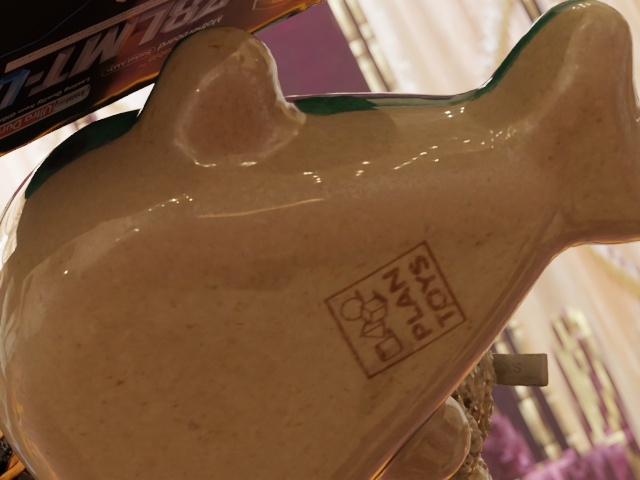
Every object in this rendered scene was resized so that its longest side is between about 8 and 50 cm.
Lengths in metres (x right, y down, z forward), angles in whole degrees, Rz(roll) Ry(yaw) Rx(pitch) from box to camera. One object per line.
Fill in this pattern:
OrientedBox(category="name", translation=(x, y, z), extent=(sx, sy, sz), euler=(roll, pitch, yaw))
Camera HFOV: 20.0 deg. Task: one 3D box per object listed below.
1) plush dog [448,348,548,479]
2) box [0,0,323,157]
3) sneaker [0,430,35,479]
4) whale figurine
OrientedBox(category="plush dog", translation=(0.034, 0.113, 1.232), extent=(0.210, 0.262, 0.225), euler=(-55, -5, 22))
OrientedBox(category="box", translation=(-0.073, -0.146, 0.595), extent=(0.296, 0.073, 0.293), euler=(-29, -19, -32))
OrientedBox(category="sneaker", translation=(-0.142, 0.119, 0.796), extent=(0.083, 0.214, 0.084), euler=(-14, 28, 15))
OrientedBox(category="whale figurine", translation=(0.000, 0.000, 0.695), extent=(0.272, 0.216, 0.141), euler=(-30, 29, 2))
